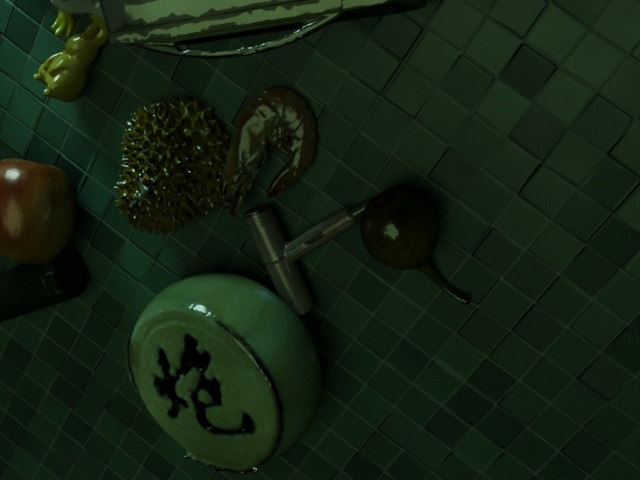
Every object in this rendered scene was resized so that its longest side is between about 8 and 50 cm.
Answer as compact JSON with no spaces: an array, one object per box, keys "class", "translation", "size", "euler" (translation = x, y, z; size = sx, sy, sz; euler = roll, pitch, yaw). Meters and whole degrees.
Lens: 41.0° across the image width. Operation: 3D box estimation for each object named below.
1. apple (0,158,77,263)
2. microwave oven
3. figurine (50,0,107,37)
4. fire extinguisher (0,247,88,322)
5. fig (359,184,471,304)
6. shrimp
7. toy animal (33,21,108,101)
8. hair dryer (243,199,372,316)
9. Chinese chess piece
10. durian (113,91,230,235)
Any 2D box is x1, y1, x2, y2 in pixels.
[{"class":"apple","translation":[-0.517,-0.051,1.507],"size":[0.199,0.199,0.199],"euler":[8,113,19]},{"class":"microwave oven","translation":[-0.082,-0.425,1.129],"size":[0.395,0.247,0.332],"euler":[-4,107,18]},{"class":"figurine","translation":[-0.337,-0.377,1.349],"size":[0.178,0.109,0.129],"euler":[7,125,-10]},{"class":"fire extinguisher","translation":[-0.589,0.106,1.641],"size":[0.311,0.095,0.114],"euler":[-16,77,27]},{"class":"fig","translation":[0.156,0.017,1.320],"size":[0.124,0.124,0.236],"euler":[-28,121,29]},{"class":"shrimp","translation":[-0.086,-0.131,1.371],"size":[0.133,0.053,0.236],"euler":[23,106,-7]},{"class":"toy animal","translation":[-0.402,-0.308,1.431],"size":[0.159,0.083,0.070],"euler":[-51,60,18]},{"class":"hair dryer","translation":[0.007,0.010,1.399],"size":[0.220,0.053,0.195],"euler":[-18,104,20]},{"class":"Chinese chess piece","translation":[-0.168,0.226,1.467],"size":[0.349,0.146,0.349],"euler":[15,120,27]},{"class":"durian","translation":[-0.249,-0.117,1.404],"size":[0.183,0.138,0.249],"euler":[20,111,23]}]
